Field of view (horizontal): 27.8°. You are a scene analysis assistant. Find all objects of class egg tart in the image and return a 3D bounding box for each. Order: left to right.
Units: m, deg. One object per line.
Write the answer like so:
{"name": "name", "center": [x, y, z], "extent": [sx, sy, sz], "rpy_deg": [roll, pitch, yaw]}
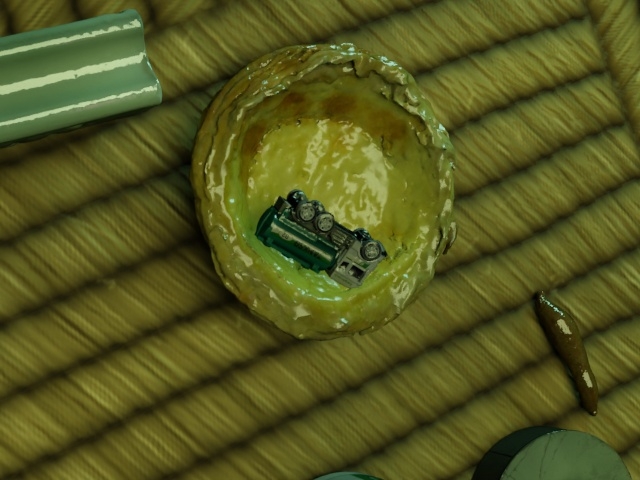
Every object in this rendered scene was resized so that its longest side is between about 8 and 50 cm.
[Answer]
{"name": "egg tart", "center": [0.000, -0.037, 0.923], "extent": [0.213, 0.090, 0.212], "rpy_deg": [0, 90, -20]}

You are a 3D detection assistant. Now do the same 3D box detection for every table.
{"name": "table", "center": [0.182, 0.214, 1.017], "extent": [0.133, 0.043, 0.133], "rpy_deg": [1, 88, -22]}

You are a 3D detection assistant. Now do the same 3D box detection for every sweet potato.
{"name": "sweet potato", "center": [0.203, 0.092, 1.038], "extent": [0.026, 0.026, 0.115], "rpy_deg": [-29, 98, -21]}

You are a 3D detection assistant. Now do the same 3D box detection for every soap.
{"name": "soap", "center": [-0.213, -0.090, 0.819], "extent": [0.198, 0.119, 0.066], "rpy_deg": [-16, 95, -22]}

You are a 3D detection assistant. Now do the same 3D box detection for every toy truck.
{"name": "toy truck", "center": [0.000, 0.000, 0.860], "extent": [0.083, 0.039, 0.044], "rpy_deg": [31, 98, -19]}

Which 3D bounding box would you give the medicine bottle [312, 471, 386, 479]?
{"name": "medicine bottle", "center": [0.066, 0.234, 0.844], "extent": [0.133, 0.274, 0.133], "rpy_deg": [1, 89, -24]}
